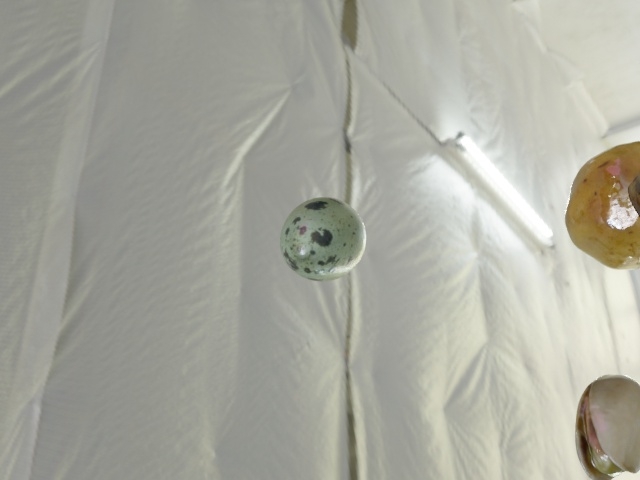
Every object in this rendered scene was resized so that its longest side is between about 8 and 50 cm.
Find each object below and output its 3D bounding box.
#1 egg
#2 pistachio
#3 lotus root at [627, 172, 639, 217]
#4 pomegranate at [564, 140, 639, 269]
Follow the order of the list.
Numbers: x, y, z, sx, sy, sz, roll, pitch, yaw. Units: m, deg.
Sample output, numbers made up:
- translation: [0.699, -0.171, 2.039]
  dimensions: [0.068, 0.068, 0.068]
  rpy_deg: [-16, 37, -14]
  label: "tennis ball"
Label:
- translation: [0.000, 0.000, 1.657]
  dimensions: [0.228, 0.177, 0.177]
  rpy_deg: [-24, -85, -65]
  label: "egg"
- translation: [0.513, 0.325, 1.399]
  dimensions: [0.144, 0.143, 0.215]
  rpy_deg: [60, -143, -19]
  label: "pistachio"
- translation: [0.597, -0.036, 1.133]
  dimensions: [0.291, 0.193, 0.193]
  rpy_deg: [48, -162, 32]
  label: "lotus root"
- translation: [0.539, -0.057, 1.388]
  dimensions: [0.233, 0.233, 0.233]
  rpy_deg: [35, -134, -45]
  label: "pomegranate"
